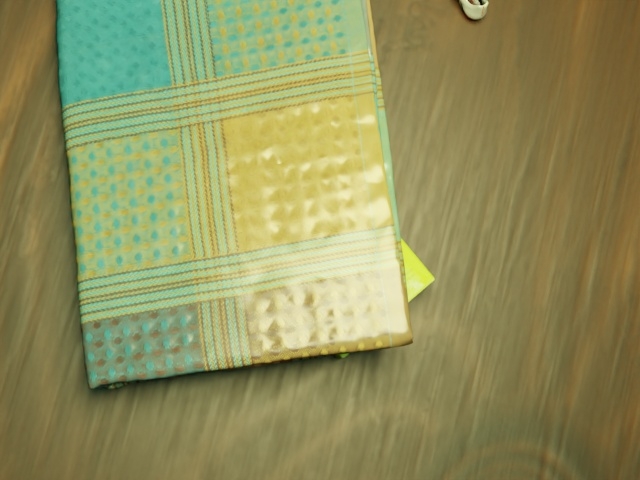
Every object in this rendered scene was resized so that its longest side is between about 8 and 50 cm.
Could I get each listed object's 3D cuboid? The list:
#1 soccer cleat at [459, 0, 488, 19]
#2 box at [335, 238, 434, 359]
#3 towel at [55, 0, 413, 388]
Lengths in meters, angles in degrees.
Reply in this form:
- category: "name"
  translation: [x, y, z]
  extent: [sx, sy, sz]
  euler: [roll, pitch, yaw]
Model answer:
- category: "soccer cleat"
  translation: [0.126, -0.239, 0.972]
  extent: [0.029, 0.035, 0.083]
  euler: [-28, 86, -9]
- category: "box"
  translation: [0.000, 0.000, 0.923]
  extent: [0.109, 0.042, 0.178]
  euler: [-40, 88, -10]
- category: "towel"
  translation: [-0.078, -0.077, 0.894]
  extent: [0.271, 0.040, 0.370]
  euler: [-8, 77, 1]
